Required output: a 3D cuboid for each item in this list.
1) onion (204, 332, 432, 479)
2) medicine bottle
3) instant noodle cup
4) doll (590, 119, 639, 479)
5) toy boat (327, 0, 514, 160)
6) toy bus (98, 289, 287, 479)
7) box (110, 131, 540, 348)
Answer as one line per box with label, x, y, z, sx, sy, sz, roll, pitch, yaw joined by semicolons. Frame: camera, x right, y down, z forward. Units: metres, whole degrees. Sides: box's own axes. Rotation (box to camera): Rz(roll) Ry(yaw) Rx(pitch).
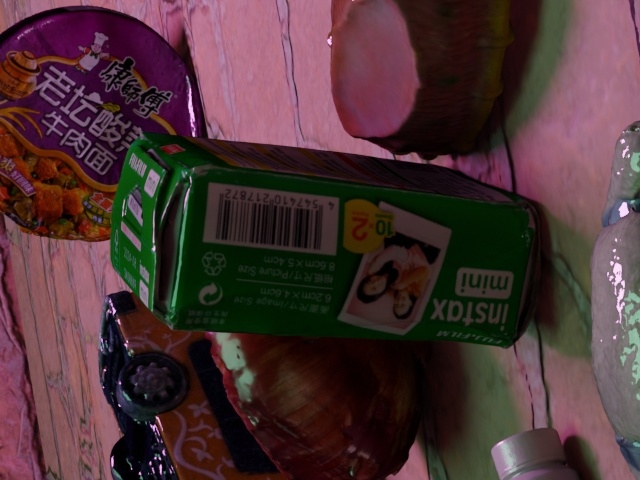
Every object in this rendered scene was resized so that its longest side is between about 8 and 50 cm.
onion;0.011;0.072;1.403;0.230;0.163;0.230;56;-174;-9
medicine bottle;0.141;0.165;1.178;0.052;0.052;0.089;114;143;-61
instant noodle cup;-0.254;-0.108;2.026;0.190;0.251;0.251;128;130;-80
doll;0.173;0.046;0.971;0.103;0.072;0.214;156;107;-71
toy boat;0.062;-0.131;1.209;0.141;0.099;0.318;46;154;13
toy bus;-0.070;0.191;1.641;0.162;0.194;0.323;101;150;-51
box;0.000;0.000;1.213;0.180;0.250;0.103;-145;63;-70
